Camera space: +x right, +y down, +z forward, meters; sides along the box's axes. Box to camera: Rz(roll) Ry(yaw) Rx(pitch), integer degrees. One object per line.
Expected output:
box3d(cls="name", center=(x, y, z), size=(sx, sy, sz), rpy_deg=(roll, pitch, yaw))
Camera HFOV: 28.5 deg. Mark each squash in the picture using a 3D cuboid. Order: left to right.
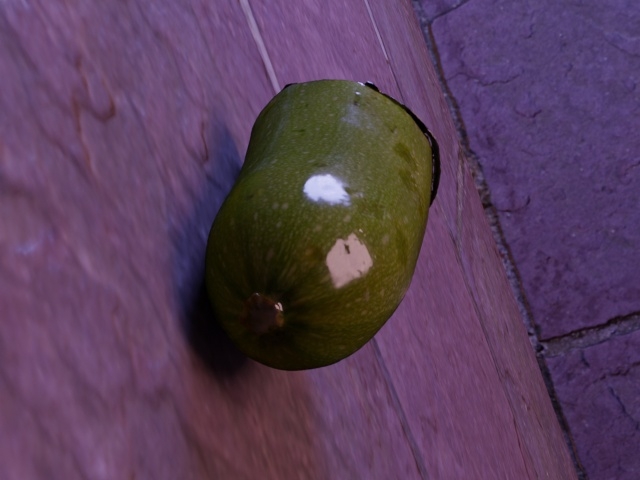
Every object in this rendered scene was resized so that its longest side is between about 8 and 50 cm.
box3d(cls="squash", center=(0.000, 0.000, 0.530), size=(0.188, 0.095, 0.095), rpy_deg=(-72, 142, -66))
